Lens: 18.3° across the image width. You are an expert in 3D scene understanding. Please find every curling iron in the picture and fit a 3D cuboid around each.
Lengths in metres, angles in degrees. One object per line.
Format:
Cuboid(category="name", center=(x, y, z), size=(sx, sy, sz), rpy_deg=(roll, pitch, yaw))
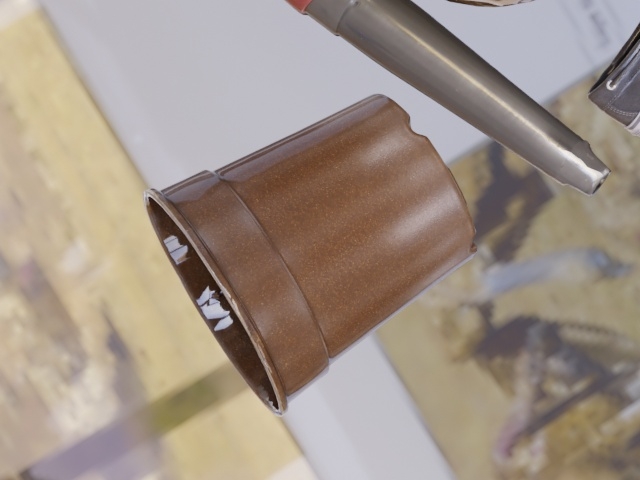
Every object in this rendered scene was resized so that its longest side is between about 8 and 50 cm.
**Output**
Cuboid(category="curling iron", center=(0.011, -0.109, 0.812), size=(0.274, 0.068, 0.035), rpy_deg=(39, 125, 19))

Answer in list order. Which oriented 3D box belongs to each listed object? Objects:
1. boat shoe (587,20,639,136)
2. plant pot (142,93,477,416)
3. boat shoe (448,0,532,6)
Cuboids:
Cuboid(category="boat shoe", center=(0.289, -0.199, 1.631), size=(0.076, 0.228, 0.080), rpy_deg=(27, -177, -8))
Cuboid(category="plant pot", center=(0.000, 0.000, 1.266), size=(0.167, 0.165, 0.167), rpy_deg=(56, 169, 17))
Cuboid(category="boat shoe", center=(-0.050, -0.195, 0.415), size=(0.342, 0.123, 0.123), rpy_deg=(57, -160, 6))
